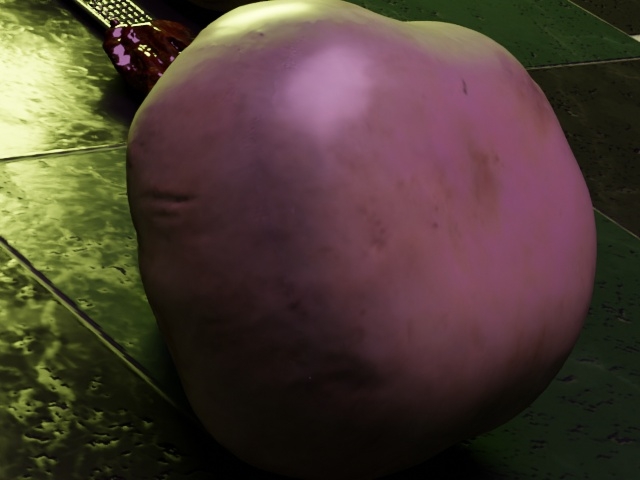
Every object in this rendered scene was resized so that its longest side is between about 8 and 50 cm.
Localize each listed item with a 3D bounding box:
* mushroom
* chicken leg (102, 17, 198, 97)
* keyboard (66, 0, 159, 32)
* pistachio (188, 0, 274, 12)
[{"bbox_3d":[0.000,0.000,0.734,0.260,0.234,0.254,50,50,-27],"label":"mushroom"},{"bbox_3d":[-0.069,-0.100,1.012,0.219,0.048,0.089,34,32,25],"label":"chicken leg"},{"bbox_3d":[-0.193,-0.207,1.166,0.067,0.011,0.202,-8,38,-44],"label":"keyboard"},{"bbox_3d":[-0.076,-0.289,1.247,0.293,0.181,0.162,52,3,42],"label":"pistachio"}]
